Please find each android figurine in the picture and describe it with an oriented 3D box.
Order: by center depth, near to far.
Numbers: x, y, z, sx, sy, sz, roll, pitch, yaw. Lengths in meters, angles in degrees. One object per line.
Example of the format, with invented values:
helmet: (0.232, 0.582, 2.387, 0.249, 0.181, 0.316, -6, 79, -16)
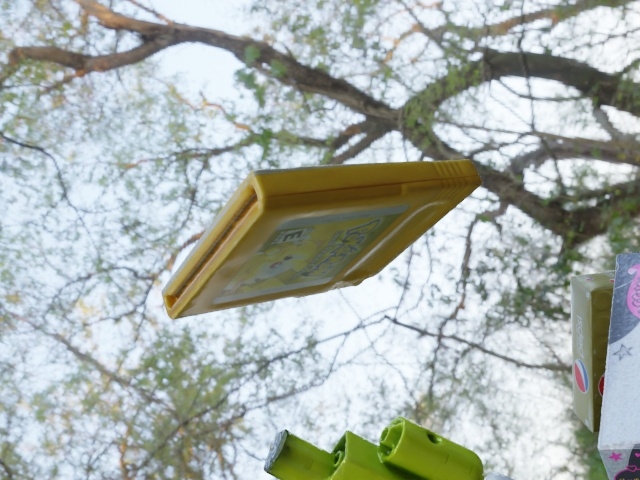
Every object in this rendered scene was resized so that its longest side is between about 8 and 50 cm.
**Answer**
android figurine: (0.055, 0.278, 0.739, 0.248, 0.273, 0.056, -59, 10, 20)

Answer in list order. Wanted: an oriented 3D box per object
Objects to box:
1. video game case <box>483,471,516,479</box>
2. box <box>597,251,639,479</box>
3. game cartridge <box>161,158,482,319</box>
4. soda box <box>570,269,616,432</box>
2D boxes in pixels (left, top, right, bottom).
video game case: (0.098, 0.268, 0.345, 0.285, 0.204, 0.025, -64, -2, 8)
box: (0.335, 0.124, 0.677, 0.142, 0.163, 0.247, 64, -146, -26)
game cartridge: (0.000, 0.000, 0.990, 0.324, 0.052, 0.285, -6, -26, -35)
soda box: (0.336, 0.130, 0.946, 0.058, 0.061, 0.181, -114, 17, -75)
